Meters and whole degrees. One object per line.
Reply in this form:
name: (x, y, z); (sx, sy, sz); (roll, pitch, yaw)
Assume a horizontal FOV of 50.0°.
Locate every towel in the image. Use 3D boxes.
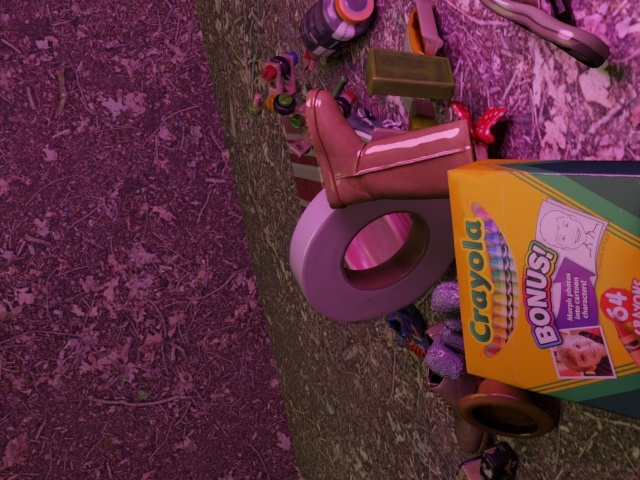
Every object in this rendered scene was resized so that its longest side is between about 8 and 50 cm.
towel: (-0.038, -0.253, 2.271); (0.237, 0.037, 0.329); (23, 127, 64)

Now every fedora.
fedora: (0.371, 0.327, 1.369); (0.194, 0.194, 0.079); (106, -179, -56)

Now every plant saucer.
plant saucer: (0.153, 0.001, 1.753); (0.332, 0.084, 0.332); (47, 152, 34)

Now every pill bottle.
pill bottle: (0.044, -0.541, 1.670); (0.245, 0.130, 0.130); (180, 77, -71)

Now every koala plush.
koala plush: (0.348, 0.179, 1.316); (0.221, 0.203, 0.196); (20, 116, 43)

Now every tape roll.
tape roll: (0.124, 0.008, 1.446); (0.072, 0.392, 0.392); (-124, 27, -45)

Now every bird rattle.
bird rattle: (0.285, -0.134, 1.301); (0.207, 0.143, 0.253); (90, 166, -81)

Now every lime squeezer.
lime squeezer: (0.000, -0.413, 2.007); (0.310, 0.059, 0.110); (-157, 55, -68)

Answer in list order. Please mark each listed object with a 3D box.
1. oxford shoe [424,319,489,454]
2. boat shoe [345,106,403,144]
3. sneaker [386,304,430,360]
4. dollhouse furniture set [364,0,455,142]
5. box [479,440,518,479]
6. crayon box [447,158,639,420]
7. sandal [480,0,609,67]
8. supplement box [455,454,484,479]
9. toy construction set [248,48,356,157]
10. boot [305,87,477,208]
oxford shoe: (0.302, 0.339, 1.573); (0.123, 0.130, 0.348); (-162, 60, -68)
boat shoe: (0.141, -0.259, 1.631); (0.116, 0.099, 0.319); (38, -179, -25)
sneaker: (0.242, 0.260, 1.757); (0.221, 0.087, 0.083); (-125, 27, -47)
dollhouse furniture set: (0.148, -0.323, 1.351); (0.197, 0.151, 0.301); (101, 171, -49)
box: (0.396, 0.501, 1.529); (0.052, 0.062, 0.083); (-127, 29, -52)
crayon box: (0.366, 0.062, 1.055); (0.313, 0.106, 0.363); (7, 111, 45)
sandal: (0.337, -0.356, 1.037); (0.086, 0.120, 0.303); (-61, 41, 24)
supplement box: (0.375, 0.552, 1.594); (0.056, 0.083, 0.083); (96, 154, -43)
toy construction set: (-0.046, -0.375, 1.848); (0.237, 0.257, 0.309); (112, 171, -56)
boot: (0.128, -0.175, 1.201); (0.089, 0.269, 0.236); (-59, -43, -59)
